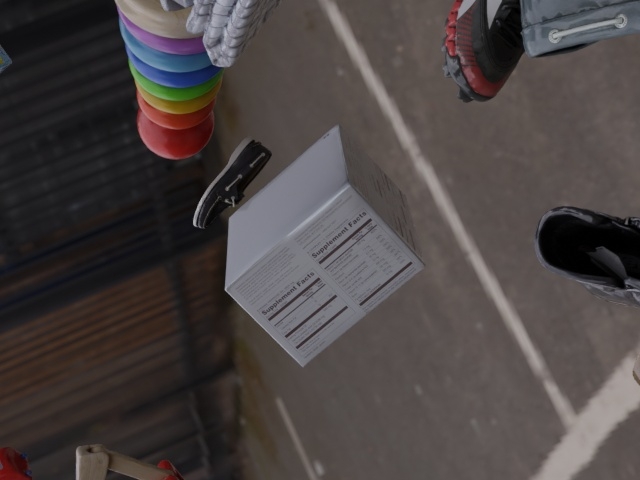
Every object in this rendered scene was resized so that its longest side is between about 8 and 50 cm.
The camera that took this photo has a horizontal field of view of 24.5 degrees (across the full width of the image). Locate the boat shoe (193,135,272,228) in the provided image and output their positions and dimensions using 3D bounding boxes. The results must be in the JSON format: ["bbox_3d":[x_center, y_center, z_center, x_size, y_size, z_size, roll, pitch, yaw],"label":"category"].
[{"bbox_3d":[-0.103,-0.063,1.733,0.038,0.125,0.046,33,171,12],"label":"boat shoe"}]

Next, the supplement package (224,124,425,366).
[{"bbox_3d":[0.000,0.000,1.872,0.145,0.204,0.262,46,-168,-16],"label":"supplement package"}]

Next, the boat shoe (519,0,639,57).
[{"bbox_3d":[0.319,-0.184,1.201,0.116,0.320,0.099,3,-87,-76],"label":"boat shoe"}]

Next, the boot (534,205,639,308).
[{"bbox_3d":[0.377,0.034,1.345,0.223,0.338,0.118,15,-103,-71],"label":"boot"}]

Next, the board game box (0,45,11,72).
[{"bbox_3d":[-0.466,-0.167,1.462,0.142,0.144,0.275,55,-150,-2],"label":"board game box"}]

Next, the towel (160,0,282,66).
[{"bbox_3d":[-0.032,-0.290,1.064,0.121,0.235,0.283,35,159,1],"label":"towel"}]

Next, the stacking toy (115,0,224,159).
[{"bbox_3d":[-0.151,-0.192,1.596,0.330,0.141,0.141,99,147,-61],"label":"stacking toy"}]

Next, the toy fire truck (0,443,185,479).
[{"bbox_3d":[-0.222,0.235,1.367,0.192,0.135,0.047,41,-174,-32],"label":"toy fire truck"}]

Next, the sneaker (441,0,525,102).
[{"bbox_3d":[0.231,-0.285,1.716,0.098,0.276,0.135,37,153,-28],"label":"sneaker"}]

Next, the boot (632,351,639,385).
[{"bbox_3d":[0.339,0.137,1.289,0.115,0.112,0.305,23,159,22],"label":"boot"}]
